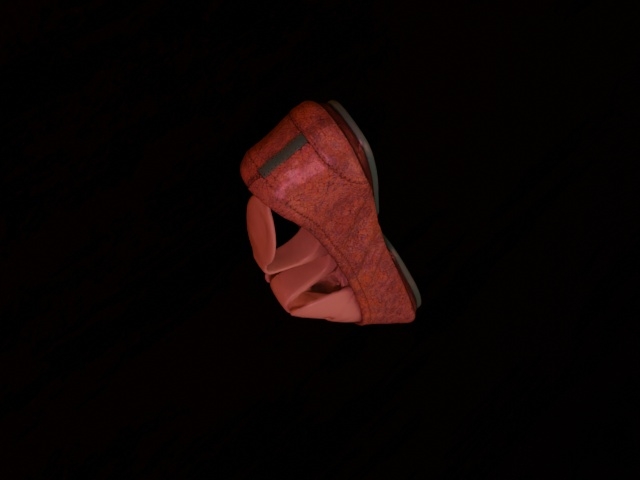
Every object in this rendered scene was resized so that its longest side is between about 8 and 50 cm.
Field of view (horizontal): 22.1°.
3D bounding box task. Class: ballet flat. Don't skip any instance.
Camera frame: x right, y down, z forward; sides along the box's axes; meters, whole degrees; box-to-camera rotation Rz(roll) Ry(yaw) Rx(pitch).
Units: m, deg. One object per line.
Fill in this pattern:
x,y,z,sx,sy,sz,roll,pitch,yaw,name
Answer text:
0.000,0.000,1.282,0.106,0.107,0.316,-36,149,-7,ballet flat
